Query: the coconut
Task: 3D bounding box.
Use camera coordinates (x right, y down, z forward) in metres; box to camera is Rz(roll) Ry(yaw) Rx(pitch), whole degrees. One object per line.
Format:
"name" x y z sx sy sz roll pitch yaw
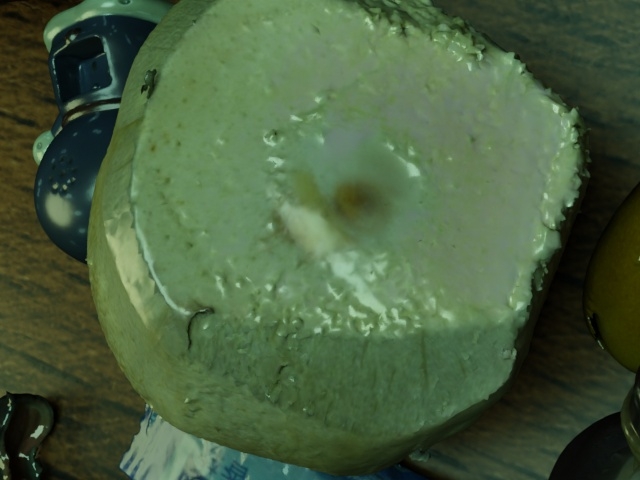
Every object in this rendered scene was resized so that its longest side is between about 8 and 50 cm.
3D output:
"coconut" 0.000 0.000 1.383 0.404 0.404 0.405 -2 86 24

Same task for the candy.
"candy" -0.023 0.220 1.523 0.331 0.077 0.187 33 107 21

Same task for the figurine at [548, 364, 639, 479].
"figurine" 0.285 0.185 1.258 0.206 0.365 0.218 30 63 7

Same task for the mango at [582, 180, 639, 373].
"mango" 0.300 0.012 1.356 0.236 0.166 0.136 -60 22 30

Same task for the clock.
"clock" -0.186 -0.091 1.569 0.199 0.146 0.243 -16 69 30

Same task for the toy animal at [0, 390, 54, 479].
"toy animal" -0.330 0.317 1.635 0.168 0.106 0.343 39 96 28
